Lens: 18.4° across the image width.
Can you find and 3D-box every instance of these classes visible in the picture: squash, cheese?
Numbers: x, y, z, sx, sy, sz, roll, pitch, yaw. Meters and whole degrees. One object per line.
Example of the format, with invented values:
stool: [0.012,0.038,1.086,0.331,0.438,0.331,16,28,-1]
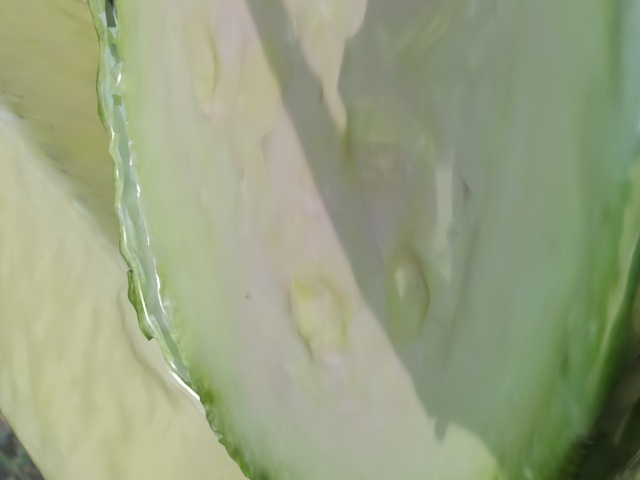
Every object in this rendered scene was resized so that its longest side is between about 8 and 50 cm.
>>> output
squash: [0.153,-0.080,0.491,0.384,0.263,0.263,-10,42,-29]
cheese: [-0.001,0.000,0.872,0.384,0.104,0.384,17,28,-10]
